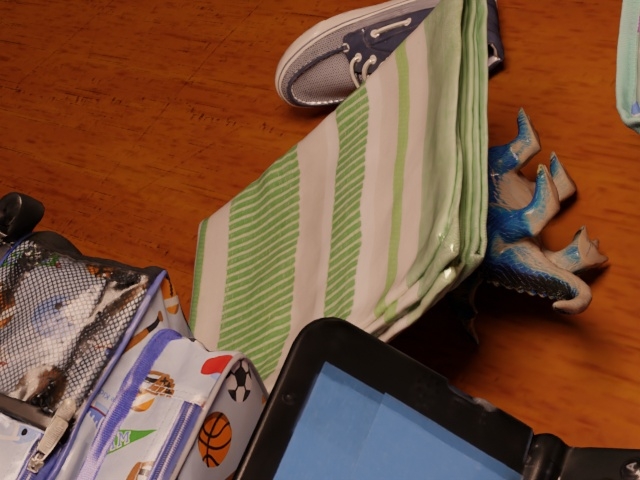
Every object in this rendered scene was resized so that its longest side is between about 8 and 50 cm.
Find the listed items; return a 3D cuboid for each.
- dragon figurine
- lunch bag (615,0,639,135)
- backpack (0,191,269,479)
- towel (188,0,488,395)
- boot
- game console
[{"bbox_3d":[0.099,0.005,1.105,0.144,0.085,0.289,-32,33,14],"label":"dragon figurine"},{"bbox_3d":[0.284,-0.126,0.953,0.160,0.223,0.262,-37,32,38],"label":"lunch bag"},{"bbox_3d":[-0.143,0.163,0.964,0.213,0.276,0.263,18,60,32],"label":"backpack"},{"bbox_3d":[0.000,0.000,1.130,0.325,0.038,0.248,-42,32,42],"label":"towel"},{"bbox_3d":[0.050,-0.137,1.308,0.190,0.069,0.086,-25,37,18],"label":"boot"},{"bbox_3d":[0.081,0.195,0.858,0.250,0.173,0.293,-4,51,40],"label":"game console"}]
